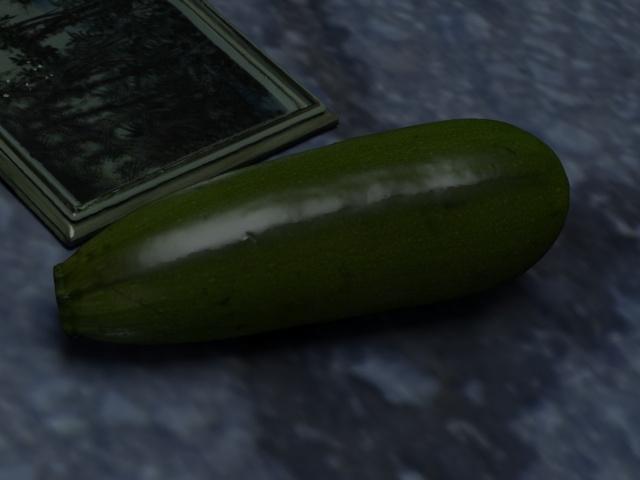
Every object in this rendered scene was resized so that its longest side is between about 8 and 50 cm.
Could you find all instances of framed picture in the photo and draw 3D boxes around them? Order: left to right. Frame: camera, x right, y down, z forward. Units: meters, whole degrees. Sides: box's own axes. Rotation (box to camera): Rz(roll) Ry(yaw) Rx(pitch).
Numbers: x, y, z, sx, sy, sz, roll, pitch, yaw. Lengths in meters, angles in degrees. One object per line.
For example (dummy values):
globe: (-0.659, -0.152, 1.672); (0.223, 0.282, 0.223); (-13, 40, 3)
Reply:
framed picture: (-0.101, -0.082, 0.699); (0.142, 0.011, 0.183); (-27, 60, -38)

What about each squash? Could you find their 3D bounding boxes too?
squash: (0.000, 0.000, 0.618); (0.201, 0.066, 0.066); (-14, 52, -23)
